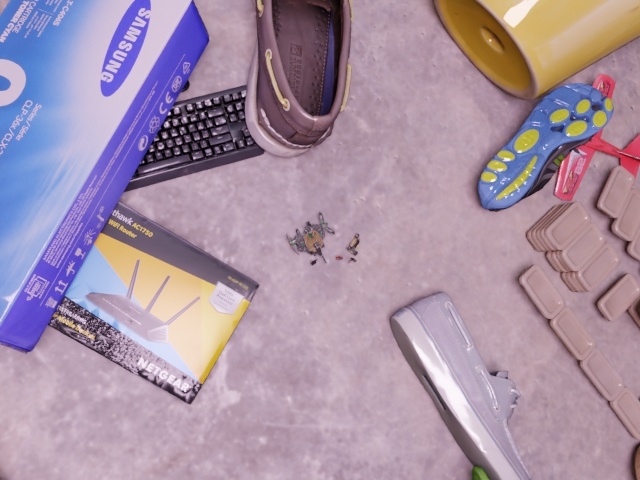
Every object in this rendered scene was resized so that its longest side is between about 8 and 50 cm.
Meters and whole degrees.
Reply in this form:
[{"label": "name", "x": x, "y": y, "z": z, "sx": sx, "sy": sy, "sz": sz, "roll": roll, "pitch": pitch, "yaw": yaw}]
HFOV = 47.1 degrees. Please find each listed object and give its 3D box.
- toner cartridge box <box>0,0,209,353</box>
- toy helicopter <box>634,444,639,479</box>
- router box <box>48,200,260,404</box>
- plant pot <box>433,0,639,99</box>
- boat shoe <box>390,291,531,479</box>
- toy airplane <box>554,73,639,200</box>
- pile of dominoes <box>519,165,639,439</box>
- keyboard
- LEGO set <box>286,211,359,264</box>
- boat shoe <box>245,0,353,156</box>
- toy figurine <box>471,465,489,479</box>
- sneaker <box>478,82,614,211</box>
[{"label": "toner cartridge box", "x": -0.257, "y": -0.091, "z": 0.672, "sx": 0.165, "sy": 0.075, "sz": 0.348, "roll": 23, "pitch": 76, "yaw": 11}, {"label": "toy helicopter", "x": 0.385, "y": 0.377, "z": 0.728, "sx": 0.235, "sy": 0.140, "sz": 0.355, "roll": 3, "pitch": 64, "yaw": -31}, {"label": "router box", "x": -0.169, "y": 0.056, "z": 0.707, "sx": 0.179, "sy": 0.046, "sz": 0.133, "roll": 31, "pitch": 77, "yaw": -6}, {"label": "plant pot", "x": 0.258, "y": -0.285, "z": 0.765, "sx": 0.239, "sy": 0.254, "sz": 0.254, "roll": -42, "pitch": 92, "yaw": 1}, {"label": "boat shoe", "x": 0.160, "y": 0.155, "z": 0.747, "sx": 0.081, "sy": 0.079, "sz": 0.228, "roll": -31, "pitch": 86, "yaw": -11}, {"label": "toy airplane", "x": 0.324, "y": -0.112, "z": 0.847, "sx": 0.151, "sy": 0.028, "sz": 0.151, "roll": 0, "pitch": 96, "yaw": -5}, {"label": "pile of dominoes", "x": 0.338, "y": 0.066, "z": 0.833, "sx": 0.196, "sy": 0.040, "sz": 0.251, "roll": -40, "pitch": 99, "yaw": -18}, {"label": "keyboard", "x": -0.152, "y": -0.119, "z": 0.751, "sx": 0.180, "sy": 0.023, "sz": 0.108, "roll": -17, "pitch": 85, "yaw": -15}, {"label": "LEGO set", "x": 0.000, "y": 0.003, "z": 0.769, "sx": 0.083, "sy": 0.023, "sz": 0.054, "roll": 30, "pitch": 78, "yaw": -20}, {"label": "boat shoe", "x": -0.019, "y": -0.253, "z": 0.752, "sx": 0.116, "sy": 0.096, "sz": 0.325, "roll": 6, "pitch": 79, "yaw": -25}, {"label": "toy figurine", "x": 0.104, "y": 0.323, "z": 0.710, "sx": 0.159, "sy": 0.130, "sz": 0.173, "roll": -17, "pitch": 110, "yaw": -1}, {"label": "sneaker", "x": 0.240, "y": -0.102, "z": 0.804, "sx": 0.188, "sy": 0.078, "sz": 0.067, "roll": -43, "pitch": 79, "yaw": -7}]
